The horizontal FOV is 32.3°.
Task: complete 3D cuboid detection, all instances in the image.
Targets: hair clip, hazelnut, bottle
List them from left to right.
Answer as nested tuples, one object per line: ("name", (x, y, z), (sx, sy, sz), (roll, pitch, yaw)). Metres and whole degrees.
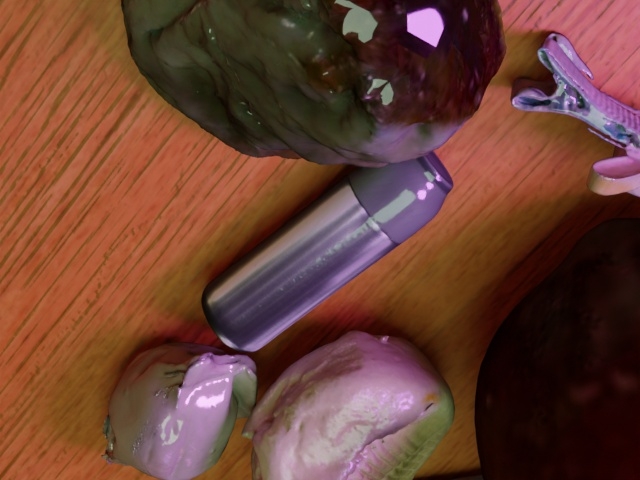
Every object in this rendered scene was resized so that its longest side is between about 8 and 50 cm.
("bottle", (0.000, 0.000, 0.995), (0.253, 0.079, 0.096), (-37, 111, 17))
("hair clip", (0.264, -0.085, 0.936), (0.218, 0.159, 0.071), (29, 127, 0))
("hazelnut", (0.344, 0.170, 0.984), (0.420, 0.353, 0.421), (3, 108, 8))

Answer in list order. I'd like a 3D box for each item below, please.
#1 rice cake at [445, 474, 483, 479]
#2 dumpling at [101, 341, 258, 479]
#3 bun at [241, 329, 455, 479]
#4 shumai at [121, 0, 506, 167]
("rice cake", (0.162, 0.290, 1.195), (0.364, 0.056, 0.073), (-9, 121, 1))
("dumpling", (-0.129, 0.164, 1.067), (0.136, 0.118, 0.199), (9, 141, -32))
("bun", (0.020, 0.184, 1.068), (0.229, 0.145, 0.229), (-39, 153, -24))
("shumai", (-0.006, -0.158, 0.794), (0.304, 0.263, 0.309), (-26, 120, 8))
